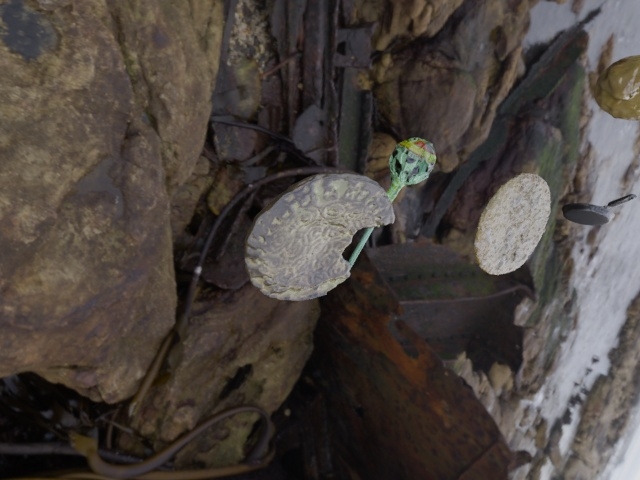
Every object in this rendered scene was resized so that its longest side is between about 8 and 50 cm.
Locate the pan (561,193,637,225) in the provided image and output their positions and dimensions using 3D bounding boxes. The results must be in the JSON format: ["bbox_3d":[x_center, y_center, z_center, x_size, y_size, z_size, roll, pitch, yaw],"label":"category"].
[{"bbox_3d":[0.777,-0.084,1.369,0.235,0.136,0.028,136,-28,-74],"label":"pan"}]

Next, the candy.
[{"bbox_3d":[0.134,-0.067,0.994,0.091,0.083,0.306,26,97,-35],"label":"candy"}]

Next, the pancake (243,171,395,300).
[{"bbox_3d":[0.000,0.000,0.882,0.286,0.033,0.288,-19,137,-9],"label":"pancake"}]

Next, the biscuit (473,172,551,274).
[{"bbox_3d":[0.374,-0.028,0.954,0.219,0.033,0.220,-17,121,-30],"label":"biscuit"}]

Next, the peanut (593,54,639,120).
[{"bbox_3d":[0.554,-0.250,0.769,0.232,0.197,0.110,-15,94,-3],"label":"peanut"}]
